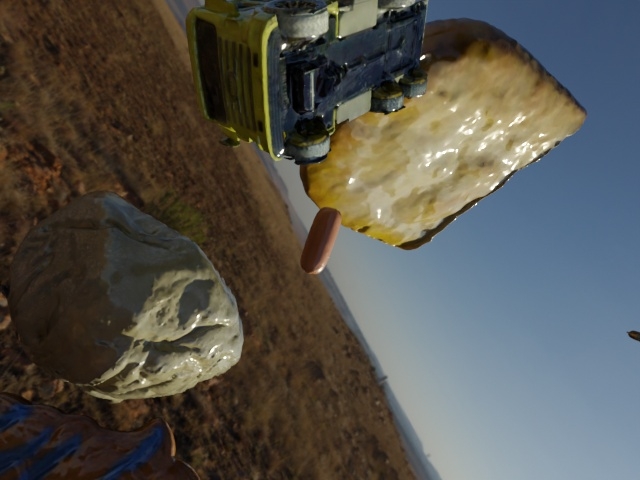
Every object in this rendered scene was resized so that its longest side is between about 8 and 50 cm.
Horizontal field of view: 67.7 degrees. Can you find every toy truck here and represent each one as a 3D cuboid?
[{"bbox_3d":[-0.003,-0.186,0.459,0.157,0.272,0.124,24,-47,30],"label":"toy truck"}]

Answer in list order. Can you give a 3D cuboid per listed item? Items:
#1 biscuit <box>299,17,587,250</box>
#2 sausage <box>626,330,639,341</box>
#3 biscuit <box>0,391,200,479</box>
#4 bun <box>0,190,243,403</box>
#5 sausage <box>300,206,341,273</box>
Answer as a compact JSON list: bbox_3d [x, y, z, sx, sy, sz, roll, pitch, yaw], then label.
[{"bbox_3d":[0.174,-0.163,0.827,0.446,0.429,0.104,17,43,-37],"label":"biscuit"},{"bbox_3d":[0.497,0.152,0.699,0.015,0.015,0.100,63,-15,-20],"label":"sausage"},{"bbox_3d":[-0.153,0.209,0.309,0.280,0.183,0.043,44,-19,6],"label":"biscuit"},{"bbox_3d":[-0.242,0.081,0.573,0.281,0.205,0.281,31,-30,21],"label":"bun"},{"bbox_3d":[0.000,0.000,0.573,0.034,0.083,0.034,20,2,-1],"label":"sausage"}]
